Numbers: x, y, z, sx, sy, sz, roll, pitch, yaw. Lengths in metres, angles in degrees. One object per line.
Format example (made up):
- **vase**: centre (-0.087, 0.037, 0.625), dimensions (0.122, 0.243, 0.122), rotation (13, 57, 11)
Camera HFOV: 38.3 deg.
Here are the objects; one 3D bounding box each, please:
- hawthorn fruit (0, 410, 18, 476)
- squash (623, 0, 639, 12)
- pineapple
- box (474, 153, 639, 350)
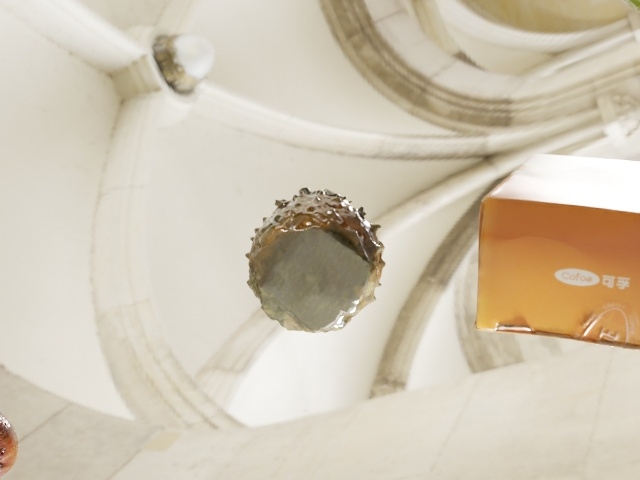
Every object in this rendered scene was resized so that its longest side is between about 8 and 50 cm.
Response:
- **hawthorn fruit**: centre (-0.278, 0.158, 0.731), dimensions (0.077, 0.077, 0.077), rotation (40, -139, -45)
- **squash**: centre (0.290, -0.259, 0.830), dimensions (0.085, 0.184, 0.192), rotation (89, -157, -59)
- **pineapple**: centre (0.000, 0.000, 0.736), dimensions (0.198, 0.108, 0.108), rotation (-78, -36, -73)
- **box**: centre (0.308, 0.002, 0.999), dimensions (0.341, 0.224, 0.144), rotation (-29, -57, -67)
